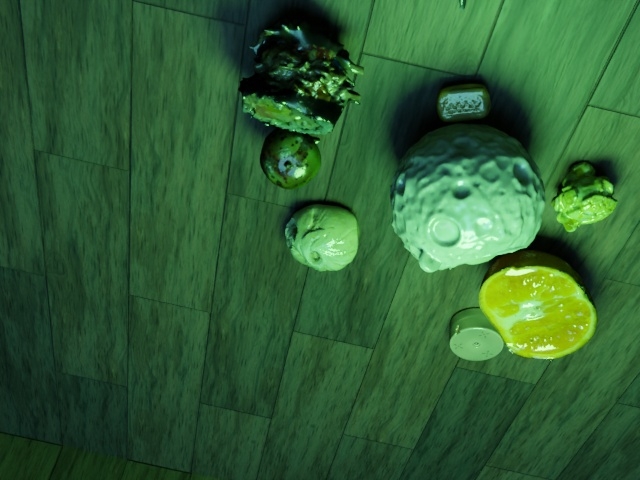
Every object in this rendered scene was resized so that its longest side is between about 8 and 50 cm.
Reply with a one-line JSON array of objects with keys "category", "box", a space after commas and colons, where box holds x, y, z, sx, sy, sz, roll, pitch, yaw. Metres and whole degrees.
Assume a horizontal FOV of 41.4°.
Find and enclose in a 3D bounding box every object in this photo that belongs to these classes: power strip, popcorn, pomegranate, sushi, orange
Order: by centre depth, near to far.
[{"category": "sushi", "box": [-0.046, -0.344, 1.777, 0.238, 0.219, 0.225, 11, -179, -38]}, {"category": "pomegranate", "box": [-0.064, -0.201, 1.927, 0.148, 0.169, 0.148, 5, 136, 5]}, {"category": "popcorn", "box": [0.604, -0.092, 1.929, 0.135, 0.141, 0.162, 19, 97, -4]}, {"category": "orange", "box": [0.546, 0.163, 2.122, 0.274, 0.274, 0.310, -30, 88, 35]}, {"category": "power strip", "box": [0.436, 0.263, 2.362, 0.154, 0.078, 0.154, 4, 135, 4]}]

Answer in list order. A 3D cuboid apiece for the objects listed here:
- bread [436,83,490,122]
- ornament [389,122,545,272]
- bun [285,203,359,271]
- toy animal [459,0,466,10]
[{"category": "bread", "box": [0.309, -0.299, 1.832, 0.115, 0.056, 0.082, -8, 111, 15]}, {"category": "ornament", "box": [0.314, -0.100, 1.847, 0.337, 0.337, 0.337, 6, 136, 6]}, {"category": "bun", "box": [0.000, 0.000, 2.150, 0.193, 0.128, 0.178, 11, 137, 3]}, {"category": "toy animal", "box": [0.278, -0.594, 1.521, 0.206, 0.081, 0.367, 27, 138, -13]}]
